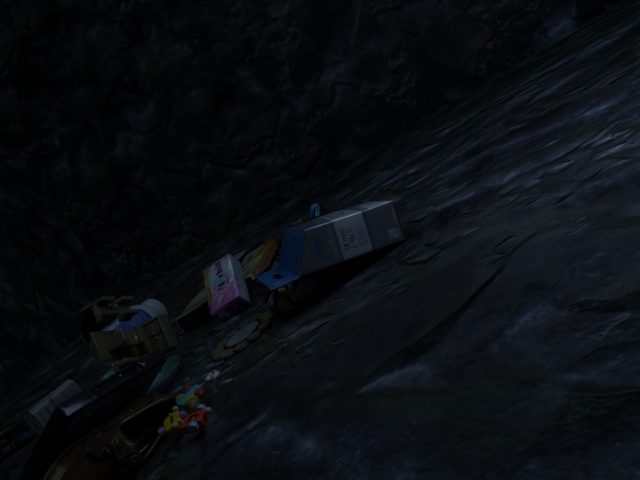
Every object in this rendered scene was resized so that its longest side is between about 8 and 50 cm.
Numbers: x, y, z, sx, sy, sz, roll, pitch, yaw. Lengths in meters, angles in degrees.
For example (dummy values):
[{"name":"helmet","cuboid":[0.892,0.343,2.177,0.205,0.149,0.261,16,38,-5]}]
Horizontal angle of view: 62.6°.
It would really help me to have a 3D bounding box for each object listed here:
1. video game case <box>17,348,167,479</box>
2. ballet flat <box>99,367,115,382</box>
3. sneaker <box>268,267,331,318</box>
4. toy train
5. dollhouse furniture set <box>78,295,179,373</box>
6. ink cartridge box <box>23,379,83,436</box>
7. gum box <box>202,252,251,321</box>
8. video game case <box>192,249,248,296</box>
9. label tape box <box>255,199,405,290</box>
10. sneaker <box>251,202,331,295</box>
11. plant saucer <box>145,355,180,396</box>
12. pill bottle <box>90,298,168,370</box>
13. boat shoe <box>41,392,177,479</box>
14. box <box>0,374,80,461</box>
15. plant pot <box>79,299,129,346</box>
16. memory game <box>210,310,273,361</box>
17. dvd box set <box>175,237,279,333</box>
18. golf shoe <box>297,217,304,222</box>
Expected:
[{"name":"video game case","cuboid":[-0.444,0.357,1.028,0.274,0.035,0.248,-55,-13,24]},{"name":"ballet flat","cuboid":[-0.553,0.375,1.589,0.087,0.083,0.247,0,27,25]},{"name":"sneaker","cuboid":[-0.049,0.113,1.250,0.084,0.069,0.185,-29,12,49]},{"name":"toy train","cuboid":[-0.232,0.319,0.983,0.125,0.046,0.166,-30,15,12]},{"name":"dollhouse furniture set","cuboid":[-0.512,0.274,1.358,0.161,0.212,0.242,-30,-14,13]},{"name":"ink cartridge box","cuboid":[-0.707,0.459,1.421,0.143,0.092,0.090,-44,15,-34]},{"name":"gum box","cuboid":[-0.284,0.144,1.588,0.107,0.062,0.188,-33,46,11]},{"name":"video game case","cuboid":[-0.413,0.139,2.212,0.210,0.041,0.232,-31,12,12]},{"name":"label tape box","cuboid":[0.000,0.000,1.278,0.334,0.105,0.241,-19,8,-14]},{"name":"sneaker","cuboid":[-0.083,0.027,1.525,0.341,0.139,0.125,-41,15,-24]},{"name":"plant saucer","cuboid":[-0.426,0.368,1.326,0.195,0.037,0.195,-32,12,8]},{"name":"pill bottle","cuboid":[-0.671,0.327,1.884,0.152,0.152,0.272,-27,13,33]},{"name":"boat shoe","cuboid":[-0.376,0.380,0.952,0.104,0.110,0.307,-28,13,31]},{"name":"box","cuboid":[-0.987,0.611,1.801,0.296,0.073,0.293,-36,12,-13]},{"name":"plant pot","cuboid":[-0.899,0.372,2.264,0.215,0.215,0.230,-38,-2,-19]},{"name":"memory game","cuboid":[-0.191,0.234,1.292,0.186,0.012,0.186,-33,11,8]},{"name":"dvd box set","cuboid":[-0.310,0.146,1.855,0.308,0.062,0.420,-31,12,14]},{"name":"golf shoe","cuboid":[-0.080,-0.019,1.946,0.086,0.069,0.176,-52,5,13]}]
